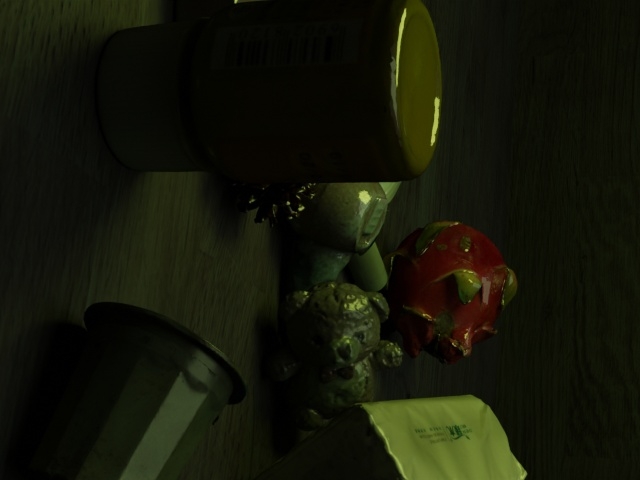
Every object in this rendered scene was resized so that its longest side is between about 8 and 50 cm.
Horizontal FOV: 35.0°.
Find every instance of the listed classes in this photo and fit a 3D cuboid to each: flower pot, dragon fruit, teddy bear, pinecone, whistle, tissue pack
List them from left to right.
[{"bbox_3d":[-0.220,0.204,1.138,0.202,0.212,0.212,-61,147,-26],"label":"flower pot"},{"bbox_3d":[-0.072,-0.101,1.555,0.163,0.163,0.165,-37,137,-64],"label":"pinecone"},{"bbox_3d":[0.000,0.000,1.777,0.189,0.189,0.347,-2,112,-69],"label":"whistle"},{"bbox_3d":[0.022,0.196,1.716,0.151,0.236,0.267,-108,-158,-49],"label":"teddy bear"},{"bbox_3d":[0.116,0.399,1.677,0.380,0.297,0.207,6,49,-50],"label":"tissue pack"},{"bbox_3d":[0.267,0.130,2.245,0.225,0.306,0.305,-54,139,-53],"label":"dragon fruit"}]

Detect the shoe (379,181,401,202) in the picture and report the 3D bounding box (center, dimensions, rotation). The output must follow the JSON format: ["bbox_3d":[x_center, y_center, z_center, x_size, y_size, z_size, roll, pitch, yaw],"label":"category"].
[{"bbox_3d":[0.144,-0.190,2.188,0.110,0.095,0.265,70,31,-41],"label":"shoe"}]

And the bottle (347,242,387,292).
[{"bbox_3d":[0.079,0.021,2.048,0.201,0.072,0.072,67,31,-47],"label":"bottle"}]

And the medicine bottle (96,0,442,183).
[{"bbox_3d":[-0.061,-0.179,1.242,0.224,0.385,0.224,0,90,-70],"label":"medicine bottle"}]

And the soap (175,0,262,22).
[{"bbox_3d":[-0.103,-0.406,1.520,0.296,0.107,0.285,11,81,-69],"label":"soap"}]
